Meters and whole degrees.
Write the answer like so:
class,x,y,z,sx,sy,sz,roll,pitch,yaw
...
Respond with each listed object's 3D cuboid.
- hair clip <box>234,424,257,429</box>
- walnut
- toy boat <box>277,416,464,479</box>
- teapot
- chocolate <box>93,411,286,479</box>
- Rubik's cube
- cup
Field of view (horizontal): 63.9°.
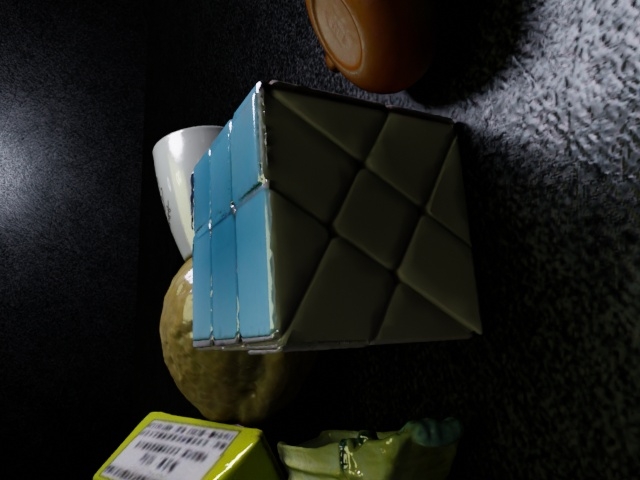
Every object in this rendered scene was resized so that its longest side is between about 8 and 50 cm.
class,x,y,z,sx,sy,sz,roll,pitch,yaw
hair clip,-0.176,0.272,0.895,0.110,0.096,0.358,179,75,-79
walnut,-0.114,0.125,0.738,0.283,0.227,0.282,15,109,51
toy boat,0.043,0.244,0.552,0.276,0.111,0.084,-38,57,54
teapot,0.066,-0.251,0.568,0.178,0.135,0.252,62,169,-2
chocolate,-0.151,0.400,0.696,0.301,0.137,0.288,-13,102,44
Rubik's cube,0.000,0.000,0.541,0.225,0.221,0.231,-26,65,58
cup,-0.216,-0.070,1.046,0.258,0.186,0.234,82,175,-77
